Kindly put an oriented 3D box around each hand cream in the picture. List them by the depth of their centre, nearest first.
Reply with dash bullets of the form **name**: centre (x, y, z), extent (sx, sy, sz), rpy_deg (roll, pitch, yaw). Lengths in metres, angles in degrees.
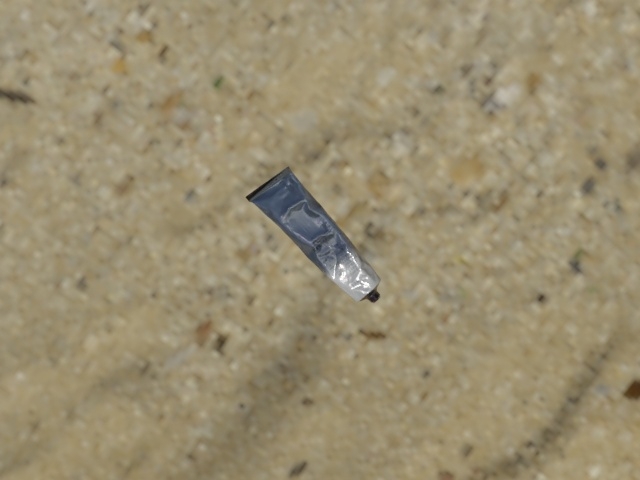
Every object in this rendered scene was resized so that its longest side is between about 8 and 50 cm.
- **hand cream**: centre (0.000, 0.000, 1.022), extent (0.030, 0.093, 0.019), rpy_deg (-40, 7, 11)
